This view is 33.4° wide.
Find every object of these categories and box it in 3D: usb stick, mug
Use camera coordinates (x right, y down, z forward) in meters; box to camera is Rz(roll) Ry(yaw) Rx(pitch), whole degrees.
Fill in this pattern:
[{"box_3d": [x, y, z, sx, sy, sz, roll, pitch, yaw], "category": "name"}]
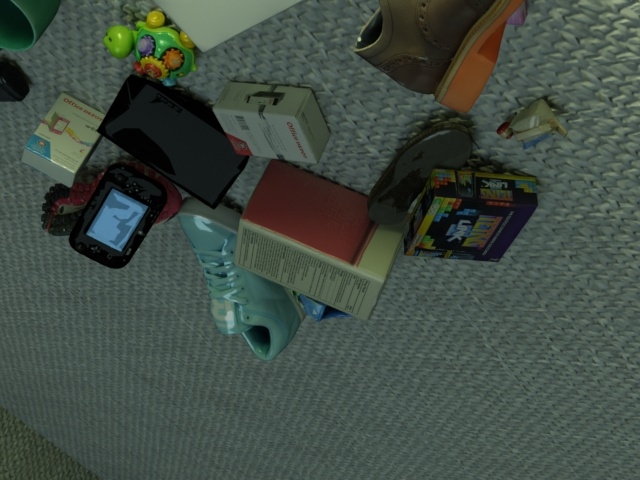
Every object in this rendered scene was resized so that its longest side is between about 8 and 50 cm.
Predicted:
[{"box_3d": [-0.588, -0.255, 1.736, 0.278, 0.045, 0.077, 4, 144, 33], "category": "usb stick"}, {"box_3d": [-0.423, -0.331, 1.430, 0.157, 0.097, 0.129, -3, 141, 42], "category": "mug"}]

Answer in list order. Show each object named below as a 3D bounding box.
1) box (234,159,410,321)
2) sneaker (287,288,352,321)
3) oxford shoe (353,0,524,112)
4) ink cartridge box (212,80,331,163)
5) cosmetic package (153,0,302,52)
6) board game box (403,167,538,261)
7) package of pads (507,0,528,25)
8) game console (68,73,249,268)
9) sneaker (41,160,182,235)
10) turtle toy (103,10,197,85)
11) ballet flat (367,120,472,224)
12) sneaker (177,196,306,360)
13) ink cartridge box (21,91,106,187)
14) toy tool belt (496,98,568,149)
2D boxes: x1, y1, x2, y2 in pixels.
[{"box_3d": [0.000, 0.000, 1.616, 0.232, 0.127, 0.149, 23, 151, 4], "category": "box"}, {"box_3d": [-0.025, 0.054, 1.704, 0.240, 0.126, 0.091, 16, 131, -2], "category": "sneaker"}, {"box_3d": [0.105, -0.237, 0.834, 0.132, 0.130, 0.364, 19, 146, 1], "category": "oxford shoe"}, {"box_3d": [-0.065, -0.163, 1.471, 0.135, 0.056, 0.099, 10, 148, 27], "category": "ink cartridge box"}, {"box_3d": [-0.027, -0.351, 0.966, 0.384, 0.156, 0.217, -16, 132, 37], "category": "cosmetic package"}, {"box_3d": [0.199, -0.030, 1.446, 0.141, 0.048, 0.170, 5, 152, -7], "category": "board game box"}, {"box_3d": [0.189, -0.266, 1.129, 0.050, 0.032, 0.083, 9, 147, 25], "category": "package of pads"}, {"box_3d": [-0.267, -0.079, 1.640, 0.213, 0.044, 0.361, 34, 126, -7], "category": "game console"}, {"box_3d": [-0.343, -0.063, 1.817, 0.299, 0.121, 0.112, -2, 170, 39], "category": "sneaker"}, {"box_3d": [-0.226, -0.255, 1.434, 0.130, 0.066, 0.095, 26, 151, -1], "category": "turtle toy"}, {"box_3d": [0.129, -0.098, 1.438, 0.084, 0.058, 0.250, 18, 149, -12], "category": "ballet flat"}, {"box_3d": [-0.139, 0.079, 1.830, 0.135, 0.150, 0.366, -1, 142, 37], "category": "sneaker"}, {"box_3d": [-0.397, -0.159, 1.669, 0.088, 0.122, 0.052, 28, 147, -6], "category": "ink cartridge box"}, {"box_3d": [0.255, -0.130, 1.284, 0.051, 0.052, 0.083, 43, 148, -13], "category": "toy tool belt"}]
